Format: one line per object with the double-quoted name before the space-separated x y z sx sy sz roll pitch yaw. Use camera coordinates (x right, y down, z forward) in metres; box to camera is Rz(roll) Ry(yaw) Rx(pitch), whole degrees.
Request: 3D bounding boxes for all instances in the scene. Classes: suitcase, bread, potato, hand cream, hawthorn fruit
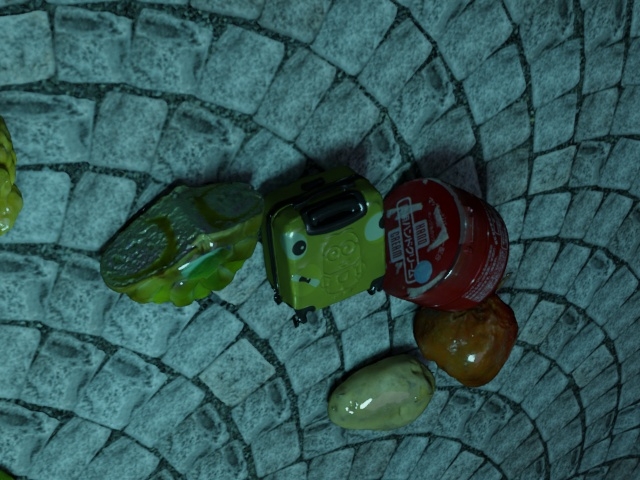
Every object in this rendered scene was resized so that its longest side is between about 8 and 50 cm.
"suitcase" 0.000 0.000 1.436 0.194 0.143 0.234 -21 129 -21
"bread" -0.184 0.017 1.315 0.261 0.158 0.156 -41 137 -2
"potato" 0.132 0.310 1.741 0.235 0.128 0.161 7 111 -31
"hand cream" 0.208 0.010 1.532 0.149 0.230 0.230 16 109 -40
"hawthorn fruit" 0.305 0.157 1.724 0.207 0.207 0.243 34 92 -43

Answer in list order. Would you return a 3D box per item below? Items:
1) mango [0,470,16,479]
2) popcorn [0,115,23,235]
"mango" -0.514 0.435 1.404 0.091 0.074 0.165 -52 132 -27
"popcorn" -0.475 -0.075 1.040 0.250 0.190 0.250 -9 114 -20
